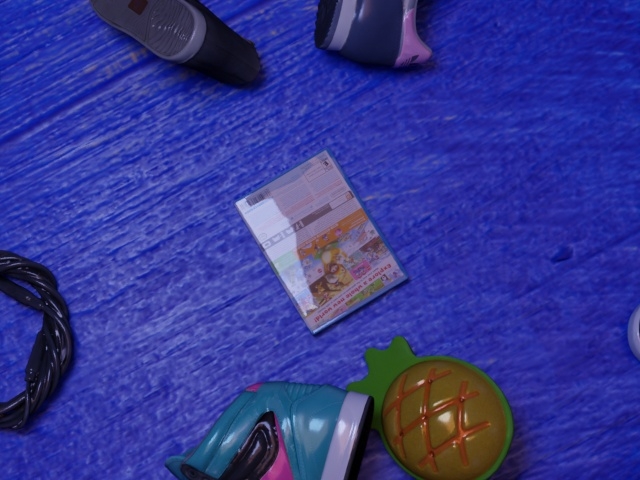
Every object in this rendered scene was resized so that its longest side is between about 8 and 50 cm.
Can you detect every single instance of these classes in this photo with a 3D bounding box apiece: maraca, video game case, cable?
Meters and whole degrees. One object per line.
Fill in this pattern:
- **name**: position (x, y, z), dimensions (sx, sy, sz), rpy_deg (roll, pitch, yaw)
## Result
- **maraca**: position (0.108, 0.171, 1.272), dimensions (0.185, 0.099, 0.127), rpy_deg (29, 88, 31)
- **video game case**: position (0.000, 0.000, 1.344), dimensions (0.119, 0.015, 0.166), rpy_deg (-31, 80, -5)
- **cable**: position (-0.331, 0.106, 1.323), dimensions (0.150, 0.047, 0.184), rpy_deg (-21, 77, -7)

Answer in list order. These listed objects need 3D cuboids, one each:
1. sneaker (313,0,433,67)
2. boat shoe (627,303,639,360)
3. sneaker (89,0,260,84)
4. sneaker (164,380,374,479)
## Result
- **sneaker**: position (0.091, -0.336, 1.371), dimensions (0.131, 0.112, 0.319), rpy_deg (17, 83, -12)
- **boat shoe**: position (0.468, 0.088, 1.270), dimensions (0.306, 0.105, 0.113), rpy_deg (4, 80, 2)
- **sneaker**: position (-0.163, -0.237, 1.369), dimensions (0.083, 0.118, 0.222), rpy_deg (-51, 53, 11)
- **sneaker**: position (-0.073, 0.268, 1.244), dimensions (0.178, 0.124, 0.296), rpy_deg (17, 87, 11)
